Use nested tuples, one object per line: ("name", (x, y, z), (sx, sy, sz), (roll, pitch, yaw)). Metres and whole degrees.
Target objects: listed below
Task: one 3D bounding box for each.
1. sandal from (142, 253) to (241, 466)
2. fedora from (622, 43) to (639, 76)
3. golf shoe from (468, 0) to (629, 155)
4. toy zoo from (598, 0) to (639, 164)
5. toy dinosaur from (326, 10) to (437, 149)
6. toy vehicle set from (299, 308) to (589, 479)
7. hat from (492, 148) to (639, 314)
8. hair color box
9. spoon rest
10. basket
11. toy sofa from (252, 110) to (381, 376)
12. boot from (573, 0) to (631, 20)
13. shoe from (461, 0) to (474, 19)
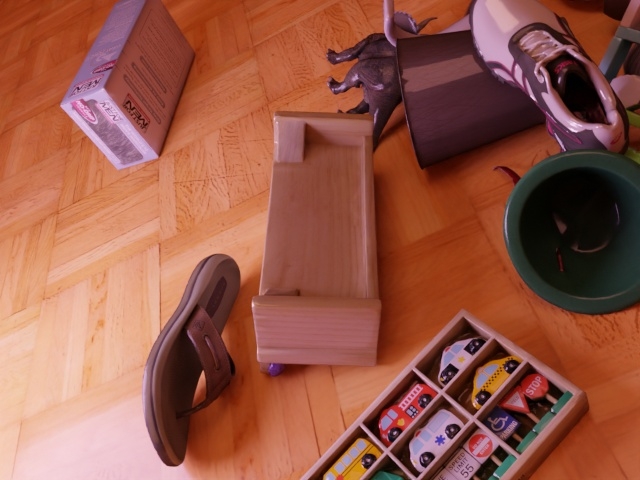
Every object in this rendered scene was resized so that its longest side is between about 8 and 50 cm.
("sandal", (-0.151, 0.141, 0.833), (0.086, 0.120, 0.303), (3, 53, 16))
("fedora", (0.516, -0.274, 0.792), (0.275, 0.124, 0.244), (-39, 44, -6))
("golf shoe", (0.274, -0.213, 0.750), (0.105, 0.120, 0.273), (-35, 73, 9))
("toy zoo", (0.421, -0.210, 0.723), (0.192, 0.030, 0.293), (45, 124, 46))
("toy dinosaur", (0.097, -0.279, 1.053), (0.160, 0.121, 0.314), (-19, 39, 34))
("toy vehicle set", (0.123, 0.212, 0.655), (0.267, 0.035, 0.166), (-44, 44, -11))
("hat", (0.316, -0.030, 0.764), (0.173, 0.183, 0.209), (-26, 86, 25))
("hair color box", (-0.399, -0.355, 1.367), (0.113, 0.185, 0.375), (-13, 47, 20))
("spoon rest", (0.228, -0.327, 0.994), (0.276, 0.084, 0.137), (5, 64, -6))
("basket", (0.236, -0.222, 0.896), (0.226, 0.154, 0.204), (-12, 69, 16))
("toy sofa", (0.000, 0.000, 0.863), (0.150, 0.177, 0.363), (1, 48, 0))
("boot", (0.493, -0.452, 0.973), (0.220, 0.109, 0.283), (-24, 41, -1))
("shoe", (0.235, -0.315, 1.054), (0.076, 0.058, 0.219), (31, 74, 17))
